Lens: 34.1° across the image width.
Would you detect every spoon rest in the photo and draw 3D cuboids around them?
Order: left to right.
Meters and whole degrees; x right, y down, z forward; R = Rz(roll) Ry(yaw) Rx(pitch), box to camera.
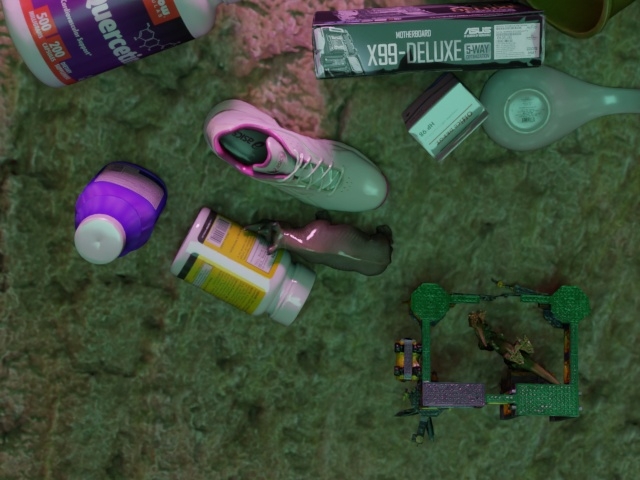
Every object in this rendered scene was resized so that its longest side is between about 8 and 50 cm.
[{"bbox_3d":[0.382,-0.204,1.594,0.276,0.084,0.137,1,106,14],"label":"spoon rest"}]

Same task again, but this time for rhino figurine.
[{"bbox_3d":[0.000,0.000,1.619,0.243,0.106,0.073,11,113,-11],"label":"rhino figurine"}]

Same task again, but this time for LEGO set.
[{"bbox_3d":[0.275,0.188,1.682,0.331,0.192,0.255,-6,77,-1],"label":"LEGO set"}]

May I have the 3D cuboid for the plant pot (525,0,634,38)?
[{"bbox_3d":[0.412,-0.517,1.375,0.353,0.366,0.366,-32,104,-3],"label":"plant pot"}]

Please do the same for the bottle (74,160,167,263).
[{"bbox_3d":[-0.298,-0.039,1.530,0.118,0.283,0.092,24,105,-8],"label":"bottle"}]

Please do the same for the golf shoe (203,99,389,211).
[{"bbox_3d":[-0.038,-0.110,1.584,0.306,0.140,0.115,21,105,-8],"label":"golf shoe"}]

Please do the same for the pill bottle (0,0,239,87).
[{"bbox_3d":[-0.276,-0.350,1.489,0.323,0.181,0.181,-19,106,6],"label":"pill bottle"}]

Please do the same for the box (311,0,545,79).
[{"bbox_3d":[0.143,-0.287,1.475,0.307,0.242,0.077,-3,107,2],"label":"box"}]

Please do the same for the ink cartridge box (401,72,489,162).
[{"bbox_3d":[0.181,-0.186,1.536,0.104,0.180,0.060,-44,102,11],"label":"ink cartridge box"}]

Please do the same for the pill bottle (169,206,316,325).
[{"bbox_3d":[-0.120,0.045,1.640,0.208,0.119,0.119,29,105,-8],"label":"pill bottle"}]
